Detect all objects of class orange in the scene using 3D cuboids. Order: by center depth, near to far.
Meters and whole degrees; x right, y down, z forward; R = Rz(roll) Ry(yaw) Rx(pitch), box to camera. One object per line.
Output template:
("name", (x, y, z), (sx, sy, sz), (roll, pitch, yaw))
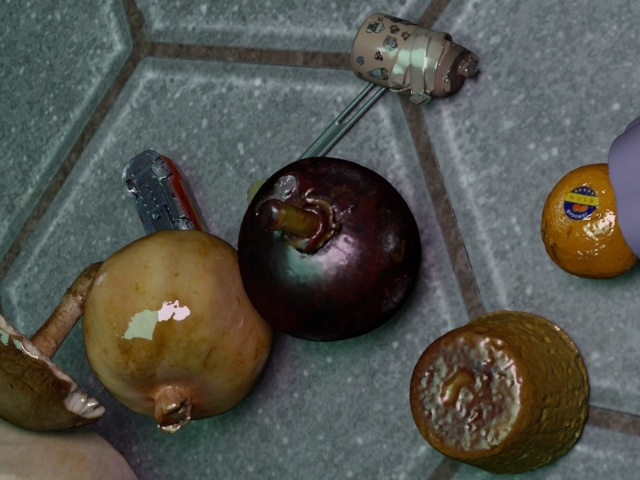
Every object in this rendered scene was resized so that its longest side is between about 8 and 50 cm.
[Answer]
("orange", (0.315, -0.019, 1.331), (0.136, 0.117, 0.135), (-13, 62, 25))

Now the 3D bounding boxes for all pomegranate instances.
("pomegranate", (-0.185, 0.126, 1.521), (0.229, 0.252, 0.270), (-16, 39, 20))

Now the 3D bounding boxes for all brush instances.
("brush", (-0.004, -0.127, 1.585), (0.266, 0.027, 0.062), (-46, 63, 18))

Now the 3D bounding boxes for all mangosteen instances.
("mangosteen", (0.000, 0.000, 1.429), (0.236, 0.261, 0.235), (-5, 72, 17))

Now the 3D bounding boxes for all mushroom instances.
("mushroom", (-0.383, 0.111, 1.585), (0.208, 0.233, 0.301), (2, 54, -4))

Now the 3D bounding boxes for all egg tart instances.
("egg tart", (0.194, 0.173, 1.360), (0.203, 0.147, 0.202), (-6, 79, 32))

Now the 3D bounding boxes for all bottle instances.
("bottle", (0.121, -0.226, 1.487), (0.152, 0.099, 0.099), (25, 97, 27))

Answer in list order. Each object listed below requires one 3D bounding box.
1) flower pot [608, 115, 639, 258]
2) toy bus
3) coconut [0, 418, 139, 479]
("flower pot", (0.441, -0.063, 1.195), (0.243, 0.265, 0.265), (-20, 73, 38))
("toy bus", (-0.216, -0.043, 1.672), (0.079, 0.077, 0.174), (-34, 67, 23))
("coconut", (-0.429, 0.416, 1.600), (0.415, 0.415, 0.344), (15, 102, 31))
